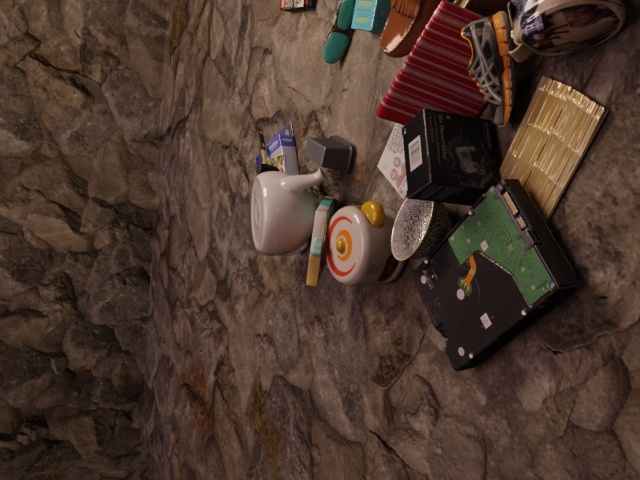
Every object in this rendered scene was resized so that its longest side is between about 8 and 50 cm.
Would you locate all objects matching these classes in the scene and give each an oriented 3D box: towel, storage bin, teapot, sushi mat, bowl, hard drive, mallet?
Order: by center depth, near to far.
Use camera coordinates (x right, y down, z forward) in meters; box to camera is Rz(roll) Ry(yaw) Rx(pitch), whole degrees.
[{"bbox_3d":[0.394,-0.130,1.222,0.151,0.019,0.316,53,134,45],"label":"sushi mat"},{"bbox_3d":[0.318,0.075,1.285,0.339,0.064,0.236,-59,45,48],"label":"hard drive"},{"bbox_3d":[0.251,-0.319,1.307,0.031,0.199,0.275,-92,25,-44],"label":"towel"},{"bbox_3d":[0.227,-0.027,1.431,0.170,0.080,0.170,-162,90,-72],"label":"bowl"},{"bbox_3d":[0.019,-0.230,1.803,0.135,0.091,0.098,41,124,54],"label":"storage bin"},{"bbox_3d":[-0.088,-0.072,1.870,0.256,0.187,0.252,-168,77,-73],"label":"teapot"},{"bbox_3d":[-0.183,-0.273,2.063,0.039,0.062,0.189,-49,49,43],"label":"mallet"}]

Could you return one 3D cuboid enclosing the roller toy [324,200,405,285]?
[{"bbox_3d":[0.103,0.012,1.599,0.209,0.146,0.191,-17,75,58],"label":"roller toy"}]

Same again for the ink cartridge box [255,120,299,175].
[{"bbox_3d":[-0.132,-0.199,2.099,0.186,0.065,0.311,-31,62,56],"label":"ink cartridge box"}]

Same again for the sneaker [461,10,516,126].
[{"bbox_3d":[0.314,-0.311,1.234,0.083,0.084,0.214,-3,121,22],"label":"sneaker"}]

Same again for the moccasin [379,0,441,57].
[{"bbox_3d":[0.212,-0.567,1.415,0.380,0.147,0.139,-61,41,40],"label":"moccasin"}]

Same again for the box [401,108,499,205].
[{"bbox_3d":[0.253,-0.160,1.307,0.093,0.158,0.156,143,128,-61],"label":"box"}]

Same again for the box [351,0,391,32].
[{"bbox_3d":[0.144,-0.632,1.621,0.100,0.060,0.244,34,119,55],"label":"box"}]

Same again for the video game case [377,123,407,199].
[{"bbox_3d":[0.197,-0.199,1.566,0.143,0.019,0.157,59,138,43],"label":"video game case"}]

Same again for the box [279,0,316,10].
[{"bbox_3d":[-0.057,-0.806,1.988,0.159,0.044,0.233,24,110,57],"label":"box"}]

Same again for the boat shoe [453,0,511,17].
[{"bbox_3d":[0.285,-0.399,1.314,0.285,0.105,0.089,109,158,-45],"label":"boat shoe"}]

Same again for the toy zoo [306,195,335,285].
[{"bbox_3d":[0.000,0.000,1.734,0.293,0.030,0.192,-65,-17,-76],"label":"toy zoo"}]

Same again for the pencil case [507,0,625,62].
[{"bbox_3d":[0.370,-0.517,1.121,0.184,0.160,0.410,-14,76,26],"label":"pencil case"}]

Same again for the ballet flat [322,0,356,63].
[{"bbox_3d":[0.055,-0.566,1.789,0.070,0.070,0.188,61,137,41],"label":"ballet flat"}]
